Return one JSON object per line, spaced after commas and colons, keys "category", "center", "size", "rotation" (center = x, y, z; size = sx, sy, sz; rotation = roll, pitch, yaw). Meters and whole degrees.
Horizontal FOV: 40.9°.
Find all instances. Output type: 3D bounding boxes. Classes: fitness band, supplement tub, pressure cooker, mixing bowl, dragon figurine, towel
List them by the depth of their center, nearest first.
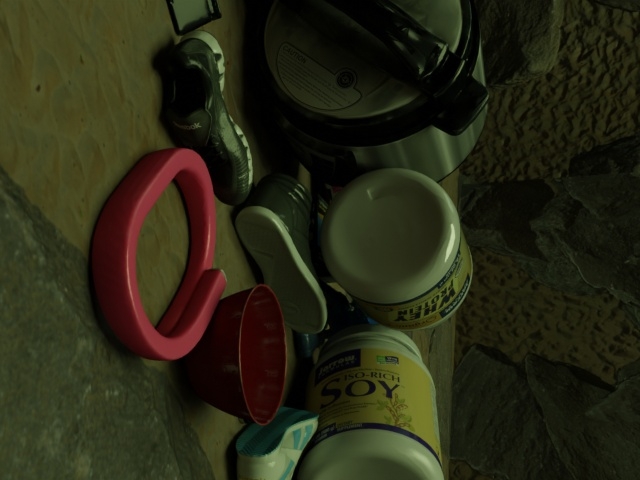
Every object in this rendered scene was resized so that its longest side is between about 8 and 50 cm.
{"category": "fitness band", "center": [-0.179, 0.014, 1.012], "size": [0.291, 0.054, 0.209], "rotation": [-71, 153, -55]}
{"category": "mixing bowl", "center": [-0.117, 0.149, 1.120], "size": [0.181, 0.098, 0.181], "rotation": [-3, 90, -73]}
{"category": "pressure cooker", "center": [0.087, -0.300, 1.439], "size": [0.420, 0.370, 0.375], "rotation": [52, 34, -70]}
{"category": "supplement tub", "center": [0.142, 0.030, 1.487], "size": [0.316, 0.228, 0.228], "rotation": [49, 40, -66]}
{"category": "supplement tub", "center": [0.087, 0.326, 1.507], "size": [0.331, 0.241, 0.241], "rotation": [-86, 165, -58]}
{"category": "towel", "center": [-0.030, 0.149, 1.556], "size": [0.067, 0.029, 0.119], "rotation": [-43, 129, -70]}
{"category": "dragon figurine", "center": [0.058, 0.140, 1.655], "size": [0.085, 0.144, 0.289], "rotation": [-75, 156, -49]}

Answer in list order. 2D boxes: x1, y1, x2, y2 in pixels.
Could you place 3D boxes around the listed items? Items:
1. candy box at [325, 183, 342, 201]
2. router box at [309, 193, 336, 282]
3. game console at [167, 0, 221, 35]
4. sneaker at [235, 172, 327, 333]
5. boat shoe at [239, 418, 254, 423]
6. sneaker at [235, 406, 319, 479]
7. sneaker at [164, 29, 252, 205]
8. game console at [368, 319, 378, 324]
{"category": "candy box", "center": [0.066, -0.087, 1.745], "size": [0.159, 0.071, 0.233], "rotation": [36, 33, -70]}
{"category": "router box", "center": [0.000, 0.000, 1.656], "size": [0.179, 0.046, 0.133], "rotation": [43, 45, -68]}
{"category": "game console", "center": [-0.182, -0.351, 1.146], "size": [0.107, 0.071, 0.122], "rotation": [-124, -161, -57]}
{"category": "sneaker", "center": [-0.041, 0.017, 1.397], "size": [0.146, 0.105, 0.295], "rotation": [-70, 149, -43]}
{"category": "boat shoe", "center": [-0.097, 0.208, 1.287], "size": [0.049, 0.042, 0.133], "rotation": [35, 52, -68]}
{"category": "sneaker", "center": [-0.068, 0.319, 1.309], "size": [0.229, 0.087, 0.092], "rotation": [-23, 117, -67]}
{"category": "sneaker", "center": [-0.152, -0.146, 1.104], "size": [0.106, 0.078, 0.234], "rotation": [-53, 134, -62]}
{"category": "game console", "center": [0.127, 0.100, 2.127], "size": [0.250, 0.173, 0.293], "rotation": [-58, 156, -7]}
